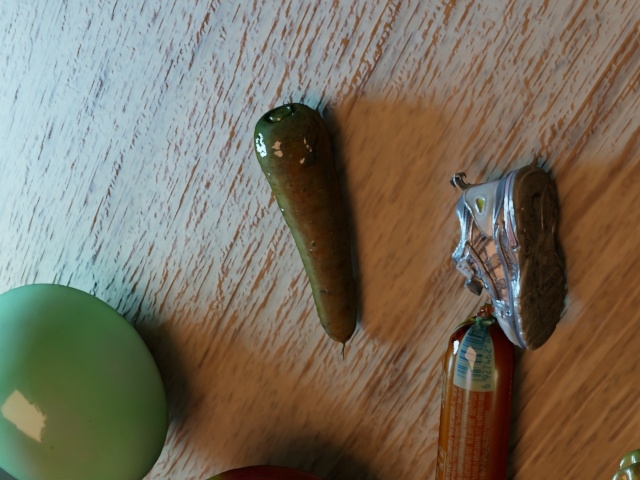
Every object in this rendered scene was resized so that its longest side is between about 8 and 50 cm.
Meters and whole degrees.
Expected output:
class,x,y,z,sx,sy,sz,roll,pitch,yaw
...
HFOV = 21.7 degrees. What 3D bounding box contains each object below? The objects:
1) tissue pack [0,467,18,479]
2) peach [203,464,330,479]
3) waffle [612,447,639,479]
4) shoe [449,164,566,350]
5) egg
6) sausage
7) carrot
class,x,y,z,sx,sy,sz,roll,pitch,yaw
tissue pack,-0.431,0.275,2.151,0.159,0.136,0.246,-7,109,41
peach,-0.042,0.403,1.816,0.332,0.308,0.307,19,127,10
waffle,0.410,0.182,1.328,0.324,0.261,0.151,-20,93,41
shoe,0.167,0.016,1.548,0.092,0.089,0.180,7,116,35
egg,-0.297,0.176,1.923,0.269,0.220,0.220,53,135,2
sausage,0.156,0.176,1.663,0.083,0.083,0.264,21,125,29
carrot,0.000,0.000,1.698,0.078,0.078,0.298,7,124,36
